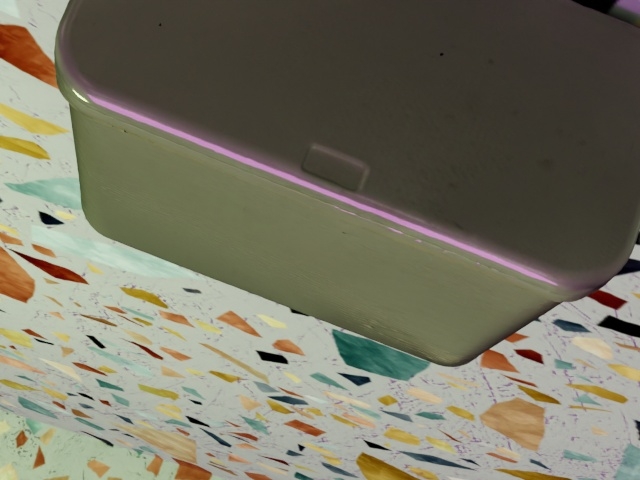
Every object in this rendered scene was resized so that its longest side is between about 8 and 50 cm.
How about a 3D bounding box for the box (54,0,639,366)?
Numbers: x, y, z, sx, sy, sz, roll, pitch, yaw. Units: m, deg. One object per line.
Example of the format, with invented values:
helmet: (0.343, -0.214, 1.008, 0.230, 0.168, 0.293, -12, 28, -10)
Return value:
box: (0.012, -0.063, 1.125, 0.352, 0.177, 0.344, 21, 165, -2)
